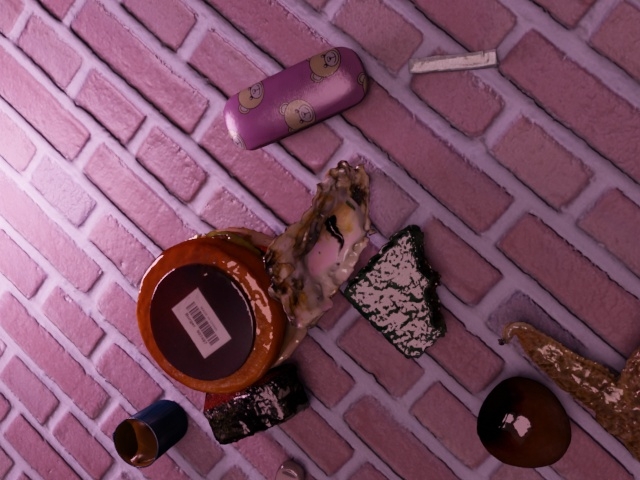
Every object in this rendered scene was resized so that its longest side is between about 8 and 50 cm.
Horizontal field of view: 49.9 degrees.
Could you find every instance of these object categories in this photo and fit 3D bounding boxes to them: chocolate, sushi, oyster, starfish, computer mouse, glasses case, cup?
[{"bbox_3d":[0.387,0.344,1.292,0.176,0.176,0.177,3,98,19],"label":"chocolate"},{"bbox_3d":[-0.140,0.352,1.479,0.225,0.136,0.126,-21,85,23],"label":"sushi"},{"bbox_3d":[0.000,0.002,1.332,0.107,0.355,0.201,3,137,49],"label":"oyster"},{"bbox_3d":[0.572,0.242,1.206,0.432,0.082,0.324,50,121,1],"label":"starfish"},{"bbox_3d":[-0.067,0.531,1.528,0.066,0.039,0.096,18,110,17],"label":"computer mouse"},{"bbox_3d":[-0.054,-0.283,1.394,0.316,0.076,0.123,-21,90,21],"label":"glasses case"},{"bbox_3d":[-0.398,0.429,1.577,0.150,0.138,0.114,22,104,15],"label":"cup"}]

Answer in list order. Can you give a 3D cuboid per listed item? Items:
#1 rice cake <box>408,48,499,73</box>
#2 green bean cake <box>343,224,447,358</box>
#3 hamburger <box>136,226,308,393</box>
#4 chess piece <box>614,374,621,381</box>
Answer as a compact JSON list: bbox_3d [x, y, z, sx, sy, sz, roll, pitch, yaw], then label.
[{"bbox_3d":[0.251,-0.338,1.305,0.170,0.029,0.033,-1,94,20],"label":"rice cake"},{"bbox_3d":[0.179,0.100,1.349,0.208,0.107,0.193,46,107,7],"label":"green bean cake"},{"bbox_3d":[-0.188,0.134,1.406,0.329,0.250,0.330,3,99,22],"label":"hamburger"},{"bbox_3d":[0.564,0.261,1.274,0.092,0.035,0.035,-34,85,24],"label":"chess piece"}]
